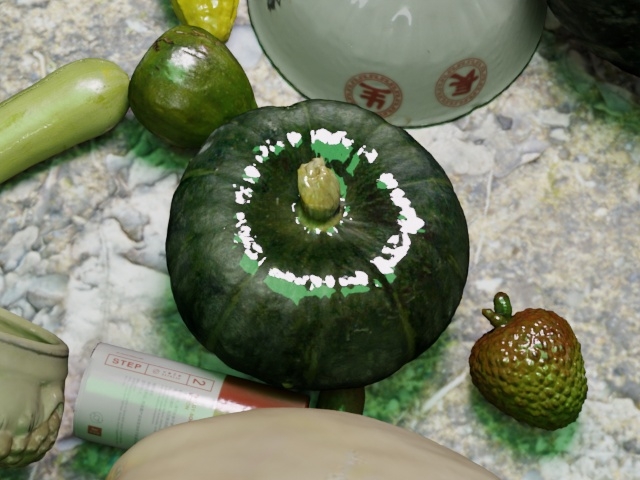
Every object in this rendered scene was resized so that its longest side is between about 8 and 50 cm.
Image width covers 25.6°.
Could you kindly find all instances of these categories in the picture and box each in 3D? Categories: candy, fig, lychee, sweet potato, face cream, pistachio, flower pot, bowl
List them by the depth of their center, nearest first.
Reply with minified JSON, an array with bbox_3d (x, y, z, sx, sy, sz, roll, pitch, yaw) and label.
[{"bbox_3d":[-0.005,0.291,1.204,0.445,0.365,0.282,14,62,-25],"label":"pistachio"},{"bbox_3d":[-0.393,0.158,1.276,0.307,0.307,0.244,21,88,6],"label":"flower pot"},{"bbox_3d":[-0.124,0.170,1.368,0.214,0.096,0.096,14,72,3],"label":"face cream"},{"bbox_3d":[0.205,0.120,1.389,0.114,0.114,0.146,-35,94,-12],"label":"lychee"},{"bbox_3d":[0.012,0.192,1.389,0.049,0.049,0.117,14,68,3],"label":"sweet potato"},{"bbox_3d":[-0.120,-0.144,1.467,0.156,0.123,0.123,39,74,-7],"label":"fig"},{"bbox_3d":[0.090,-0.303,1.503,0.337,0.157,0.337,1,72,-2],"label":"bowl"},{"bbox_3d":[-0.130,-0.302,1.527,0.094,0.106,0.199,-2,77,-20],"label":"candy"}]

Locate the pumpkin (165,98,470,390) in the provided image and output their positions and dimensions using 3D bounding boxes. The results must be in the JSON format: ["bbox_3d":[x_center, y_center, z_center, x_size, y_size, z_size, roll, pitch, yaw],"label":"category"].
[{"bbox_3d":[0.000,0.000,1.371,0.300,0.207,0.300,3,64,-7],"label":"pumpkin"}]

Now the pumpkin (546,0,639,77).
[{"bbox_3d":[0.426,-0.343,1.383,0.454,0.454,0.344,-9,51,-5],"label":"pumpkin"}]

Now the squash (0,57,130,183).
[{"bbox_3d":[-0.308,-0.110,1.468,0.250,0.083,0.083,-33,75,-9],"label":"squash"}]
